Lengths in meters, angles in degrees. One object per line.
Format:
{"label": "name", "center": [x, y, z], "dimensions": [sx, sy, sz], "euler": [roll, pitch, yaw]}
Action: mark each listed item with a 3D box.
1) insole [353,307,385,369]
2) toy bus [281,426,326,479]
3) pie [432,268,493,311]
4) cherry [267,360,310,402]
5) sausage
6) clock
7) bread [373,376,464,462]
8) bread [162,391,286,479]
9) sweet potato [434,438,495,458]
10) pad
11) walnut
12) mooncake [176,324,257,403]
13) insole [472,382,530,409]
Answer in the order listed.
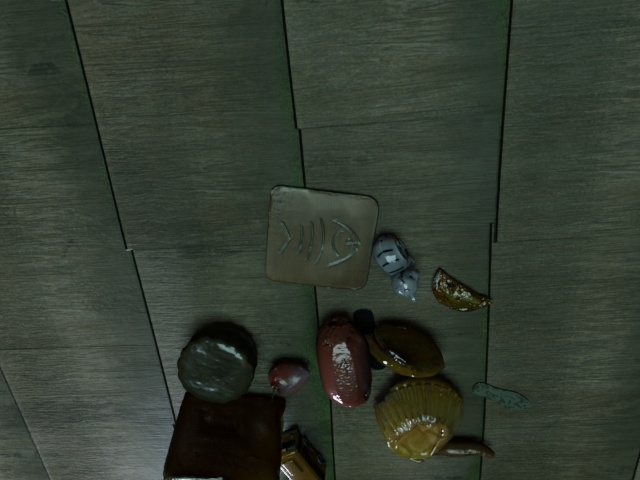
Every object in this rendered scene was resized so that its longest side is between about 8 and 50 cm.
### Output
{"label": "insole", "center": [0.143, 0.291, 1.684], "dimensions": [0.080, 0.003, 0.232], "euler": [-14, 117, 10]}
{"label": "toy bus", "center": [-0.070, 0.714, 1.862], "dimensions": [0.098, 0.114, 0.201], "euler": [-26, 114, 15]}
{"label": "pie", "center": [0.378, 0.156, 1.583], "dimensions": [0.191, 0.033, 0.088], "euler": [29, 120, -12]}
{"label": "cherry", "center": [-0.096, 0.412, 1.716], "dimensions": [0.126, 0.087, 0.106], "euler": [-10, 112, -12]}
{"label": "sausage", "center": [0.067, 0.350, 1.638], "dimensions": [0.152, 0.152, 0.279], "euler": [-7, 113, 7]}
{"label": "clock", "center": [0.200, 0.070, 1.496], "dimensions": [0.080, 0.117, 0.176], "euler": [-30, 112, 17]}
{"label": "bread", "center": [0.300, 0.531, 1.726], "dimensions": [0.274, 0.149, 0.274], "euler": [0, 124, 0]}
{"label": "bread", "center": [-0.270, 0.602, 1.695], "dimensions": [0.324, 0.333, 0.143], "euler": [5, 121, -4]}
{"label": "sweet potato", "center": [0.426, 0.668, 1.844], "dimensions": [0.255, 0.058, 0.078], "euler": [-6, 138, 11]}
{"label": "pad", "center": [0.000, 0.000, 1.525], "dimensions": [0.284, 0.018, 0.286], "euler": [7, 119, 0]}
{"label": "walnut", "center": [0.238, 0.312, 1.621], "dimensions": [0.245, 0.137, 0.137], "euler": [19, 118, -6]}
{"label": "mooncake", "center": [-0.295, 0.352, 1.676], "dimensions": [0.228, 0.124, 0.228], "euler": [2, 113, 4]}
{"label": "insole", "center": [0.554, 0.478, 1.761], "dimensions": [0.193, 0.006, 0.065], "euler": [21, 118, -8]}
